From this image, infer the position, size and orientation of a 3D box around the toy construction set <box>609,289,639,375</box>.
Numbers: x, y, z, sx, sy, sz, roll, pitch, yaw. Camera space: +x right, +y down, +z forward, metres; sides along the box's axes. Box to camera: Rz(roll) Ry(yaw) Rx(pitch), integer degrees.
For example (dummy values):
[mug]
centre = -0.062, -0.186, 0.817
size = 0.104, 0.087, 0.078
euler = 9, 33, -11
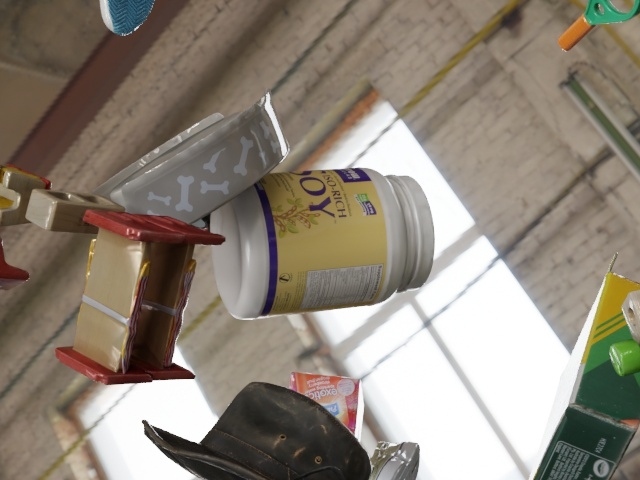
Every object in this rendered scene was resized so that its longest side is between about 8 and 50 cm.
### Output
[toy construction set]
centre = 0.398, 0.037, 0.997
size = 0.237, 0.308, 0.257
euler = -11, 0, 5

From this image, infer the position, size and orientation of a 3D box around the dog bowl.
[dog bowl]
centre = -0.202, -0.105, 1.592
size = 0.349, 0.102, 0.349
euler = -30, 13, 8

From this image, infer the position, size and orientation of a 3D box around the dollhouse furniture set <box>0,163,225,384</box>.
[dollhouse furniture set]
centre = -0.324, 0.034, 1.378
size = 0.152, 0.374, 0.201
euler = 4, -77, -52

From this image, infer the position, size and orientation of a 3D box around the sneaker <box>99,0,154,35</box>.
[sneaker]
centre = -0.328, -0.422, 1.653
size = 0.087, 0.228, 0.092
euler = 13, -30, -38

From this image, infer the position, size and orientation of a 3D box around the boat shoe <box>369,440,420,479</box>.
[boat shoe]
centre = 0.130, 0.473, 2.039
size = 0.094, 0.109, 0.302
euler = 0, 4, 15

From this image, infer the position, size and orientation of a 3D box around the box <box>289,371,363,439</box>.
[box]
centre = 0.010, 0.333, 1.900
size = 0.128, 0.122, 0.257
euler = 6, -20, 5

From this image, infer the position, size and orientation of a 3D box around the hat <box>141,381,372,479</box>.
[hat]
centre = -0.040, 0.250, 1.197
size = 0.134, 0.331, 0.331
euler = -61, -19, -16

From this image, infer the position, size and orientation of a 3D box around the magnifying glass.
[magnifying glass]
centre = 0.447, -0.368, 1.645
size = 0.026, 0.092, 0.231
euler = -27, -8, -23

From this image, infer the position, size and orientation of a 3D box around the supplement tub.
[supplement tub]
centre = 0.000, 0.000, 1.729
size = 0.331, 0.241, 0.241
euler = -5, -33, -21

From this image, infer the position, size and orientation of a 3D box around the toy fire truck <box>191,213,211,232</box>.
[toy fire truck]
centre = -0.228, -0.013, 2.121
size = 0.217, 0.158, 0.246
euler = 32, -27, -22

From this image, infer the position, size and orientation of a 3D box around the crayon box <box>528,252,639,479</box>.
[crayon box]
centre = 0.340, 0.181, 1.259
size = 0.318, 0.081, 0.202
euler = -55, -18, -50
